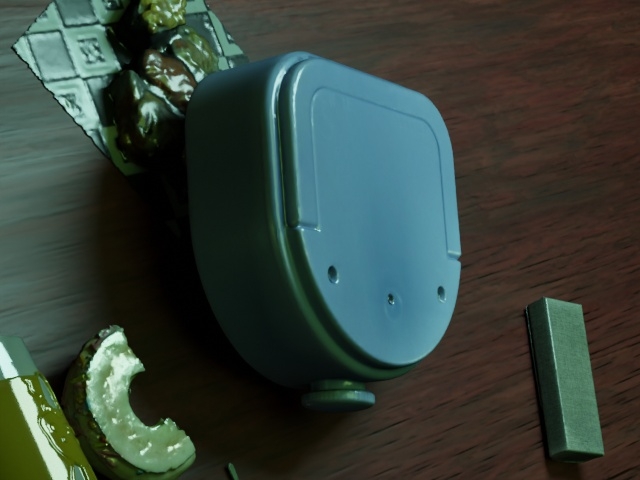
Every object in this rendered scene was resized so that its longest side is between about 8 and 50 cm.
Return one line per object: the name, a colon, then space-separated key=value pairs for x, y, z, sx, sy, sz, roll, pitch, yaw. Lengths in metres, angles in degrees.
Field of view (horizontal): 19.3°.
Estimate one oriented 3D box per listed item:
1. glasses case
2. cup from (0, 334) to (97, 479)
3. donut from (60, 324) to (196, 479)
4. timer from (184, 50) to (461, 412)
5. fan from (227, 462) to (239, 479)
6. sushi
glasses case: x=0.308 y=0.177 z=2.386 sx=0.071 sy=0.047 sz=0.205 roll=12 pitch=63 yaw=-38
cup: x=-0.287 y=0.216 z=1.678 sx=0.241 sy=0.185 sz=0.226 roll=37 pitch=29 yaw=-77
donut: x=-0.203 y=0.176 z=1.843 sx=0.108 sy=0.065 sz=0.166 roll=-33 pitch=97 yaw=-49
timer: x=0.000 y=0.000 z=2.049 sx=0.395 sy=0.173 sz=0.395 roll=23 pitch=63 yaw=-55
fan: x=-0.068 y=0.293 z=1.969 sx=0.085 sy=0.005 sz=0.133 roll=-29 pitch=93 yaw=-48
sushi: x=-0.161 y=-0.194 z=2.078 sx=0.294 sy=0.059 sz=0.292 roll=50 pitch=43 yaw=-15
